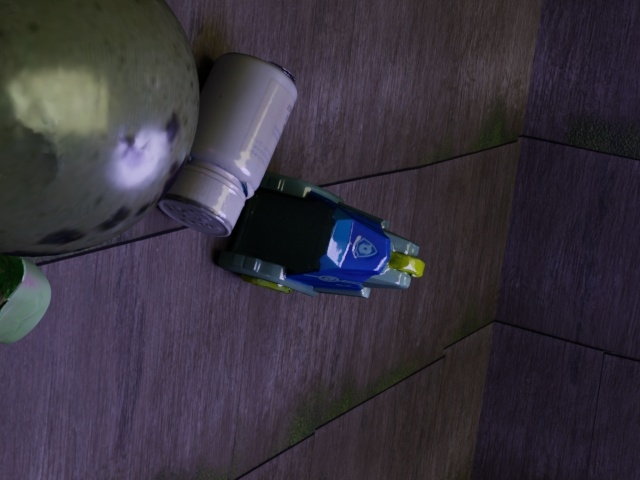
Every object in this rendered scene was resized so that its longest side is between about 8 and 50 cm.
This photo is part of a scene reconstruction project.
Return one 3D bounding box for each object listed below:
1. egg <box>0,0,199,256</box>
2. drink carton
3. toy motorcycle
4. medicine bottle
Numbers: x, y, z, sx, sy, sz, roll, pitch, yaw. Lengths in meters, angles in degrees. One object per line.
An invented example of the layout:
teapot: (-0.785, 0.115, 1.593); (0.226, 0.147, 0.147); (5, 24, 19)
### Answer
egg: (-0.319, -0.154, 1.341); (0.428, 0.345, 0.345); (-2, 104, -58)
drink carton: (-0.408, 0.060, 1.536); (0.144, 0.146, 0.142); (-49, 162, -2)
toy motorcycle: (0.000, 0.000, 2.089); (0.200, 0.326, 0.191); (25, 79, -61)
medicine bottle: (-0.143, -0.145, 1.945); (0.258, 0.143, 0.143); (-68, 152, -18)
